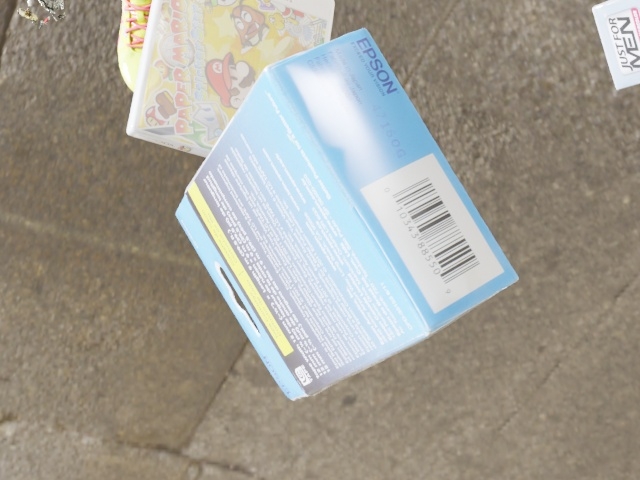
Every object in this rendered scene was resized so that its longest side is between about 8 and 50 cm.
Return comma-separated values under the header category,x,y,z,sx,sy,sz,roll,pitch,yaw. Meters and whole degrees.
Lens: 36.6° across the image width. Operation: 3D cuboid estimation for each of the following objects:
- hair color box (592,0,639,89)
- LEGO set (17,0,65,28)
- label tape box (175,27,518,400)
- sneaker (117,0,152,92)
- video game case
category,x,y,z,sx,sy,sz,roll,pitch,yaw
hair color box,0.535,-0.291,1.122,0.374,0.185,0.114,-12,100,43
LEGO set,-0.302,-0.262,1.062,0.054,0.083,0.023,23,124,-30
label tape box,0.000,0.000,0.915,0.115,0.249,0.347,-29,174,-26
sneaker,-0.225,-0.290,1.231,0.081,0.094,0.209,3,87,6
video game case,-0.091,-0.193,1.056,0.206,0.227,0.026,15,163,-24
